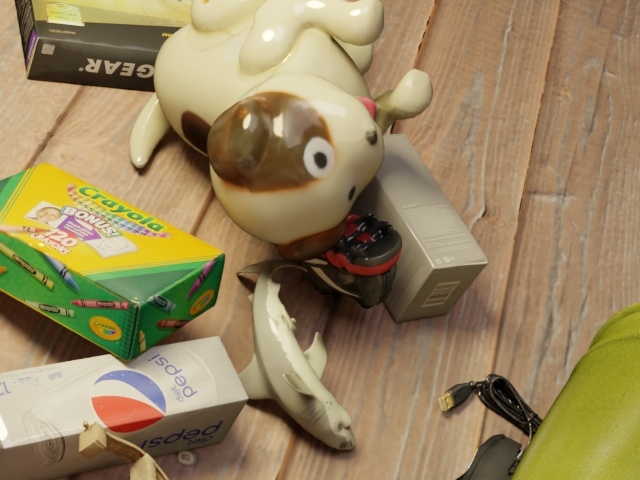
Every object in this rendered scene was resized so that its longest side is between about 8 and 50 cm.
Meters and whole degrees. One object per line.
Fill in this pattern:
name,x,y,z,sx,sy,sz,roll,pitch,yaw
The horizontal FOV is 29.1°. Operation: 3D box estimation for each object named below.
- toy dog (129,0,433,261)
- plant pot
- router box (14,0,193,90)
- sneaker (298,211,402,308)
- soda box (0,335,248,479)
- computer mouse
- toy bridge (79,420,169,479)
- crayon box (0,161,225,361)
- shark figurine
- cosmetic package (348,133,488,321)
toy dog,-0.063,-0.169,1.538,0.395,0.284,0.408,-23,39,-1
plant pot,0.362,0.307,1.383,0.366,0.366,0.353,44,53,15
router box,-0.285,-0.332,1.804,0.309,0.081,0.243,2,50,-27
sneaker,0.000,0.000,1.639,0.098,0.135,0.276,-33,46,-28
soda box,-0.230,0.185,1.339,0.286,0.098,0.091,-7,54,-34
computer mouse,0.209,0.260,1.532,0.184,0.060,0.262,45,44,14
toy bridge,-0.185,0.248,1.286,0.188,0.026,0.063,51,10,-27
crayon box,-0.271,0.018,1.416,0.278,0.081,0.165,26,31,21
shark figurine,-0.066,0.131,1.484,0.166,0.116,0.278,25,38,-59
cosmetic package,0.111,-0.020,1.695,0.107,0.127,0.238,-6,55,-32
